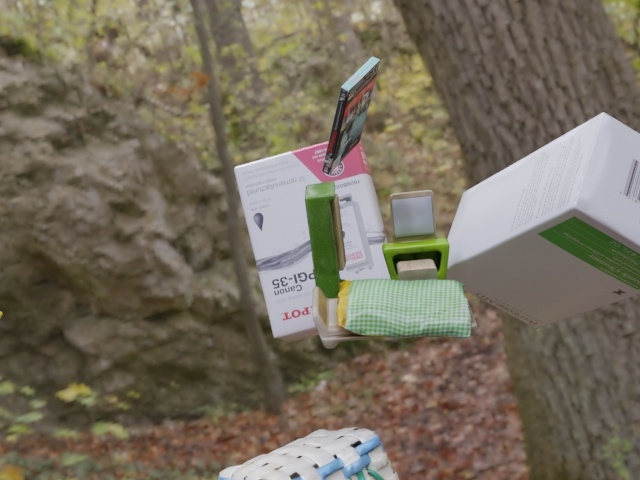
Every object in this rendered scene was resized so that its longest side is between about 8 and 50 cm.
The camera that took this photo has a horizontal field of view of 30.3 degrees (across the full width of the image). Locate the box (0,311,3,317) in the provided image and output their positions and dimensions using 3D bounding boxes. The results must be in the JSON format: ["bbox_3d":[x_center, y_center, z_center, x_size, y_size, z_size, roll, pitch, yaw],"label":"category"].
[{"bbox_3d":[-0.364,0.100,1.118,0.054,0.059,0.169,32,-33,-23],"label":"box"}]

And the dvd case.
[{"bbox_3d":[0.035,-0.145,1.371,0.087,0.013,0.119,-50,-22,-47],"label":"dvd case"}]

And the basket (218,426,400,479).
[{"bbox_3d":[0.003,0.394,1.447,0.254,0.289,0.201,-20,11,-37],"label":"basket"}]

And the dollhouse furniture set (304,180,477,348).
[{"bbox_3d":[0.084,0.018,1.529,0.197,0.151,0.301,-5,13,1],"label":"dollhouse furniture set"}]

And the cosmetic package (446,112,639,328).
[{"bbox_3d":[0.339,-0.015,1.622,0.197,0.155,0.365,27,-24,-13],"label":"cosmetic package"}]

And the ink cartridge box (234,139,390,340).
[{"bbox_3d":[0.000,0.000,1.870,0.207,0.283,0.117,-15,-7,6],"label":"ink cartridge box"}]
